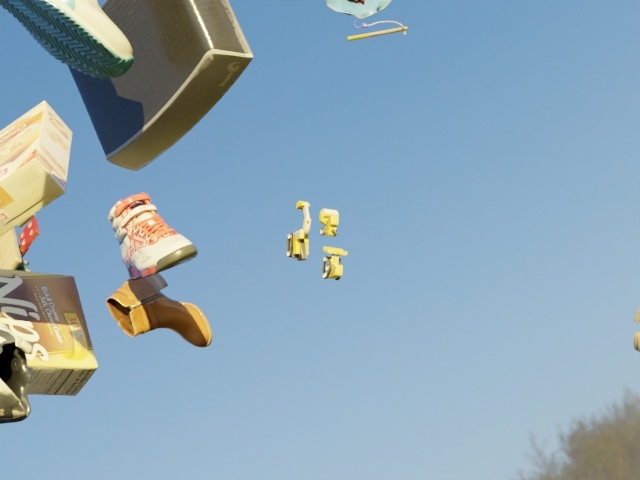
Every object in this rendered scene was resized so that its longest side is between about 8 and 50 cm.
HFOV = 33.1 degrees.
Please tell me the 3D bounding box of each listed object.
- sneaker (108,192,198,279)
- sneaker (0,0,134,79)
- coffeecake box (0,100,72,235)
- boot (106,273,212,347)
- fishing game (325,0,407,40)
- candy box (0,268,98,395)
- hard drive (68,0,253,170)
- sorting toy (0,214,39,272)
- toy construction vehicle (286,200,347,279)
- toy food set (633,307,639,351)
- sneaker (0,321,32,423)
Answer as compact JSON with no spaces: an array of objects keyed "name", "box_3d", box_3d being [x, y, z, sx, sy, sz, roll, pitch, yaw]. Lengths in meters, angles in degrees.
[{"name":"sneaker","box_3d":[-0.304,-0.014,1.894,0.090,0.145,0.270,-21,3,-24]},{"name":"sneaker","box_3d":[-0.271,-0.259,1.091,0.092,0.228,0.087,-49,0,-30]},{"name":"coffeecake box","box_3d":[-0.427,-0.096,1.510,0.142,0.185,0.068,-32,-59,10]},{"name":"boot","box_3d":[-0.310,0.154,2.057,0.073,0.197,0.152,-51,-7,28]},{"name":"fishing game","box_3d":[0.059,-0.486,1.913,0.189,0.264,0.041,-11,-6,-32]},{"name":"candy box","box_3d":[-0.509,0.132,1.616,0.316,0.183,0.087,8,-43,-39]},{"name":"hard drive","box_3d":[-0.186,-0.197,1.171,0.054,0.172,0.254,-14,-14,-44]},{"name":"sorting toy","box_3d":[-0.568,0.046,1.944,0.046,0.132,0.274,28,-71,-36]},{"name":"toy construction vehicle","box_3d":[0.000,0.000,1.473,0.085,0.098,0.035,11,-13,-30]},{"name":"toy food set","box_3d":[0.419,0.112,1.292,0.122,0.019,0.078,-5,-67,-33]},{"name":"sneaker","box_3d":[-0.407,0.192,1.210,0.235,0.153,0.094,-56,-47,-29]}]
